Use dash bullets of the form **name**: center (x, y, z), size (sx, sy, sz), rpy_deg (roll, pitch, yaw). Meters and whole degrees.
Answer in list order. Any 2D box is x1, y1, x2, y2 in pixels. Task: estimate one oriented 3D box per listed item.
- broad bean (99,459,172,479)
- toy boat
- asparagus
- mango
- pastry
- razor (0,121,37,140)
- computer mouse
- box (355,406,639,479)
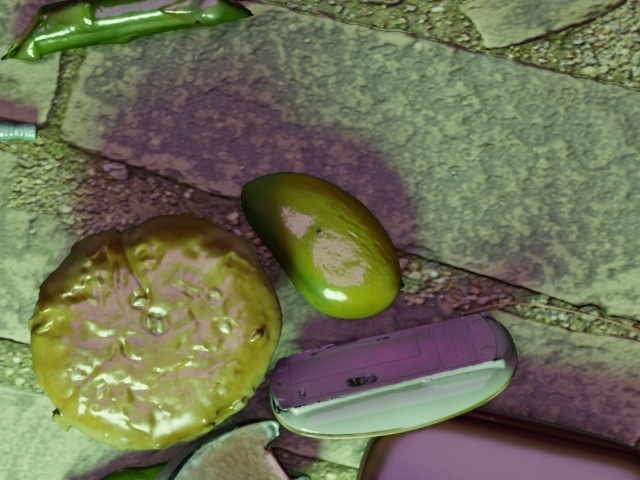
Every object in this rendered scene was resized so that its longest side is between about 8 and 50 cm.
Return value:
- **broad bean**: center (-0.194, 0.313, 1.672), size (0.297, 0.043, 0.060), rpy_deg (-7, 95, 1)
- **toy boat**: center (-0.124, 0.318, 1.606), size (0.227, 0.085, 0.155), rpy_deg (-29, 90, -33)
- **asparagus**: center (-0.262, -0.298, 1.709), size (0.343, 0.082, 0.085), rpy_deg (-9, 121, 3)
- **mango**: center (0.007, -0.003, 1.665), size (0.137, 0.091, 0.237), rpy_deg (-36, 85, -6)
- **pastry**: center (-0.205, 0.110, 1.618), size (0.315, 0.184, 0.284), rpy_deg (-28, 96, 0)
- **razor**: center (-0.494, -0.149, 1.713), size (0.232, 0.106, 0.068), rpy_deg (0, 86, -9)
- **computer mouse**: center (0.091, 0.171, 1.611), size (0.310, 0.158, 0.072), rpy_deg (-13, 119, 2)
- **box**: center (0.239, 0.350, 1.613), size (0.403, 0.108, 0.263), rpy_deg (13, 88, 5)
